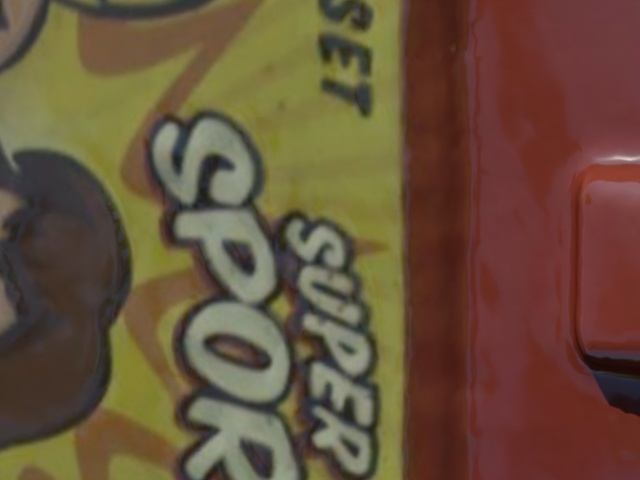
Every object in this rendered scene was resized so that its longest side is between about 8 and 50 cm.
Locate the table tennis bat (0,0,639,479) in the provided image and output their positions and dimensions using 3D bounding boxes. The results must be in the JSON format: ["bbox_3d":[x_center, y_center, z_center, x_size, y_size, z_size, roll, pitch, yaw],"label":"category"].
[{"bbox_3d":[0.000,0.000,0.426,0.414,0.051,0.268,5,99,29],"label":"table tennis bat"}]
